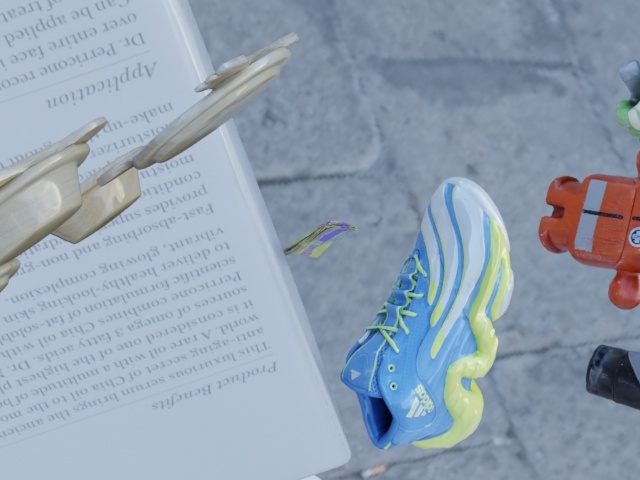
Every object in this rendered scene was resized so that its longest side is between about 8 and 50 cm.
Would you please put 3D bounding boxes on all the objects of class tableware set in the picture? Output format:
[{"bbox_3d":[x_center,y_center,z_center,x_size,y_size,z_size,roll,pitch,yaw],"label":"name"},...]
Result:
[{"bbox_3d":[-0.086,-0.013,0.463,0.020,0.169,0.141,53,47,-2],"label":"tableware set"}]

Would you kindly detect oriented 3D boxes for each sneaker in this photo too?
[{"bbox_3d":[0.084,0.071,1.128,0.126,0.240,0.091,-15,25,-38],"label":"sneaker"}]

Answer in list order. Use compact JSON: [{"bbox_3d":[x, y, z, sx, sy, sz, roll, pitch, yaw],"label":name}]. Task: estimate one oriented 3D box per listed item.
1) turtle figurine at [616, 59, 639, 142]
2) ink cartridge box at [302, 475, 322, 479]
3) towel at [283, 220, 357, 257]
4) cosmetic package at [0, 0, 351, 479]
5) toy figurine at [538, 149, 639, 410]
[{"bbox_3d":[0.212,-0.141,0.911,0.266,0.274,0.197,28,71,18],"label":"turtle figurine"},{"bbox_3d":[-0.062,0.310,1.259,0.283,0.207,0.117,37,28,-12],"label":"ink cartridge box"},{"bbox_3d":[0.000,0.000,1.394,0.009,0.060,0.083,60,16,13],"label":"towel"},{"bbox_3d":[-0.156,-0.028,0.804,0.230,0.453,0.161,-18,39,0],"label":"cosmetic package"},{"bbox_3d":[0.265,0.010,0.892,0.213,0.148,0.209,-39,123,-33],"label":"toy figurine"}]
